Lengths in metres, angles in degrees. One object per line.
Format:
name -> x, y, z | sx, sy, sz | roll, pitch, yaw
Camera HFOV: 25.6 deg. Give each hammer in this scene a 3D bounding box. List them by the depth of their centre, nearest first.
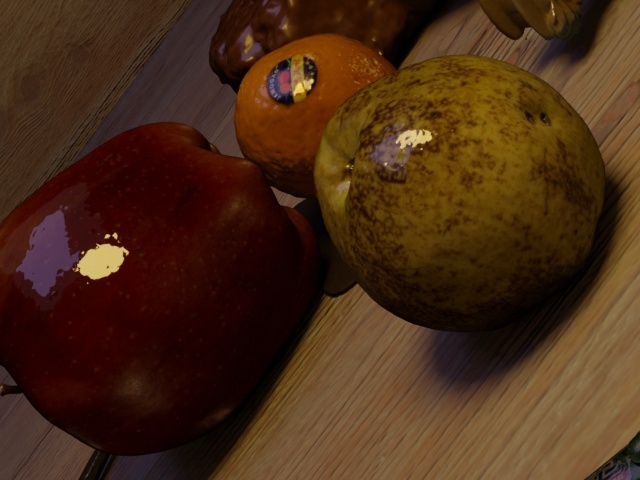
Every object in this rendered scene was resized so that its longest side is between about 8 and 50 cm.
hammer -> -0.241, 0.235, 1.582 | 0.125, 0.027, 0.297 | -27, 32, 55

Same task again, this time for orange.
orange -> 0.003, -0.119, 1.368 | 0.177, 0.177, 0.155 | -35, 52, 46

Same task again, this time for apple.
apple -> -0.164, 0.050, 1.330 | 0.317, 0.288, 0.288 | -48, 16, -10

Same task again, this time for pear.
pear -> 0.090, -0.038, 0.973 | 0.197, 0.197, 0.197 | -47, 18, 21

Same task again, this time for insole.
insole -> 0.000, 0.000, 1.437 | 0.111, 0.007, 0.328 | -55, 17, -2

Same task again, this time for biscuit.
biscuit -> 0.011, -0.303, 1.726 | 0.343, 0.166, 0.395 | -52, 16, -2

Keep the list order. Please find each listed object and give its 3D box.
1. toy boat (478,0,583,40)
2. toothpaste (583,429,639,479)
toy boat -> 0.236, -0.311, 1.200 | 0.089, 0.121, 0.321 | 2, 65, 63
toothpaste -> 0.143, 0.144, 0.751 | 0.170, 0.028, 0.045 | -43, 26, 20
